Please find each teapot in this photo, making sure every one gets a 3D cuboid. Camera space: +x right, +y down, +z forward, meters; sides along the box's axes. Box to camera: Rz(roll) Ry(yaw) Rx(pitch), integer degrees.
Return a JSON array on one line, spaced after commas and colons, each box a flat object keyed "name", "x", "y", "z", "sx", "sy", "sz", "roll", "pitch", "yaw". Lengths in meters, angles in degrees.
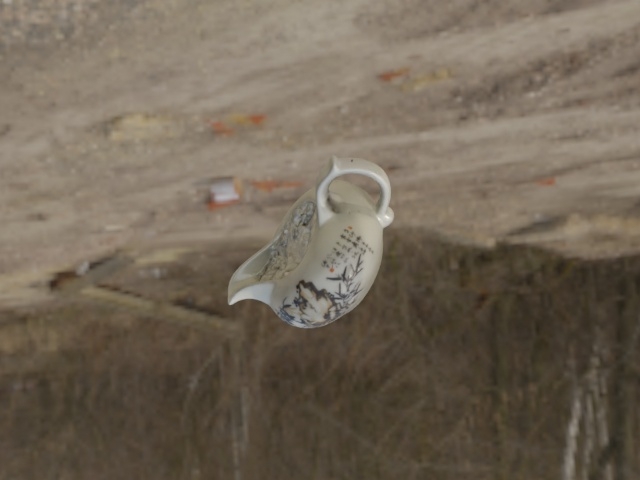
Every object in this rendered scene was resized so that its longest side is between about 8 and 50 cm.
[{"name": "teapot", "x": 0.000, "y": 0.000, "z": 1.698, "sx": 0.166, "sy": 0.208, "sz": 0.299, "roll": 23, "pitch": 126, "yaw": -9}]
